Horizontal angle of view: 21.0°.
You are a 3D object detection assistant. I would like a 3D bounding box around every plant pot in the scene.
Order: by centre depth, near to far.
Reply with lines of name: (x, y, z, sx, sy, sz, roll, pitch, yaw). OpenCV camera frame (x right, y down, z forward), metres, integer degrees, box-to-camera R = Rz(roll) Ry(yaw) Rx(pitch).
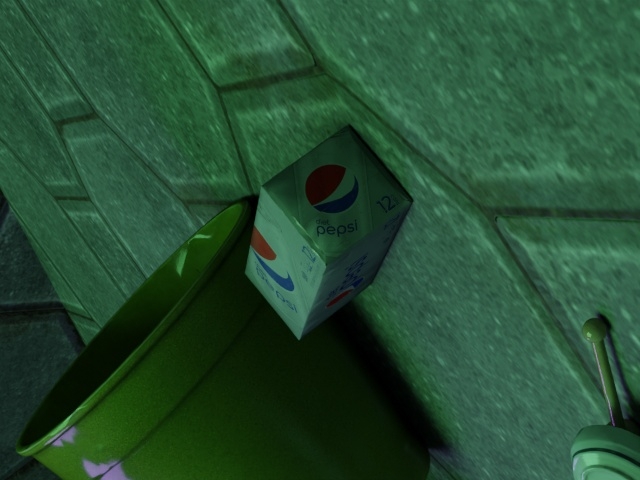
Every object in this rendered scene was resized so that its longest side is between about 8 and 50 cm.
plant pot: (-0.081, 0.208, 1.900, 0.353, 0.366, 0.366, 44, 167, -10)

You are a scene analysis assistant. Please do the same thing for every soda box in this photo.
soda box: (0.000, 0.000, 1.566, 0.091, 0.098, 0.286, 51, 166, 9)

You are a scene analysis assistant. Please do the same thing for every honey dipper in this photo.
honey dipper: (0.219, 0.116, 1.295, 0.030, 0.030, 0.160, 39, 156, 45)

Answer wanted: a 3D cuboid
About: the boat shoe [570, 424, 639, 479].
boat shoe: (0.255, 0.237, 1.322, 0.083, 0.076, 0.226, -11, 129, 39)
